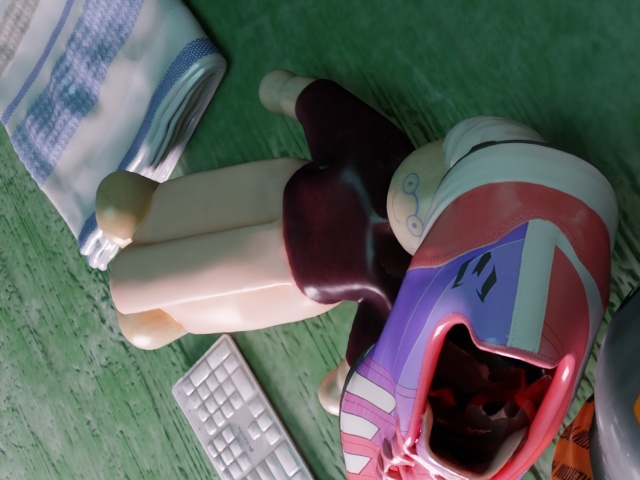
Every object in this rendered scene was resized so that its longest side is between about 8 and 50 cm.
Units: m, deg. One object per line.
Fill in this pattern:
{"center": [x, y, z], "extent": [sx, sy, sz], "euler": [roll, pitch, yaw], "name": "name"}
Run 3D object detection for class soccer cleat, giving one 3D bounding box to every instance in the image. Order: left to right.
{"center": [0.065, 0.091, 0.711], "extent": [0.109, 0.116, 0.318], "euler": [16, 139, 1], "name": "soccer cleat"}

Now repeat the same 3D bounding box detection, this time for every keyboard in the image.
{"center": [-0.019, 0.185, 0.943], "extent": [0.072, 0.014, 0.256], "euler": [-49, 65, 38], "name": "keyboard"}

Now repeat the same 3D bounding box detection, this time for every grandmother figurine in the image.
{"center": [0.000, 0.000, 0.831], "extent": [0.342, 0.104, 0.208], "euler": [-13, 97, 47], "name": "grandmother figurine"}

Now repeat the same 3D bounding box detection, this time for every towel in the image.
{"center": [-0.188, -0.145, 1.029], "extent": [0.285, 0.034, 0.209], "euler": [53, 129, 24], "name": "towel"}

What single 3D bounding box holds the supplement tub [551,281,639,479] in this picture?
{"center": [0.238, 0.033, 0.538], "extent": [0.193, 0.193, 0.316], "euler": [53, 130, 23], "name": "supplement tub"}
